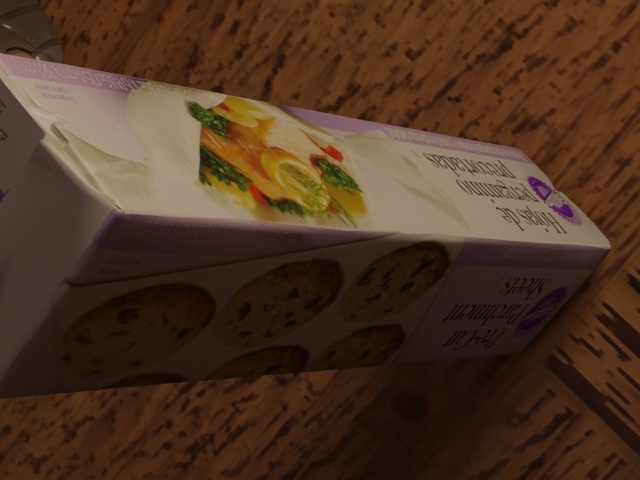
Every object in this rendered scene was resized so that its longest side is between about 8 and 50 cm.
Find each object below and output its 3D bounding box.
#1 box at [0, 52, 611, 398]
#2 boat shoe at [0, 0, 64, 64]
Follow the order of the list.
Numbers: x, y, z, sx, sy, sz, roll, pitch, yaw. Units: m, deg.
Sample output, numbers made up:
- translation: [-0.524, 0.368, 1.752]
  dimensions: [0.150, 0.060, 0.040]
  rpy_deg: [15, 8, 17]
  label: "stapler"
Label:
- translation: [0.000, 0.000, 0.512]
  dimensions: [0.067, 0.324, 0.063]
  rpy_deg: [-50, 66, 19]
  label: "box"
- translation: [-0.261, -0.155, 0.771]
  dimensions: [0.116, 0.123, 0.324]
  rpy_deg: [-47, 68, 23]
  label: "boat shoe"
